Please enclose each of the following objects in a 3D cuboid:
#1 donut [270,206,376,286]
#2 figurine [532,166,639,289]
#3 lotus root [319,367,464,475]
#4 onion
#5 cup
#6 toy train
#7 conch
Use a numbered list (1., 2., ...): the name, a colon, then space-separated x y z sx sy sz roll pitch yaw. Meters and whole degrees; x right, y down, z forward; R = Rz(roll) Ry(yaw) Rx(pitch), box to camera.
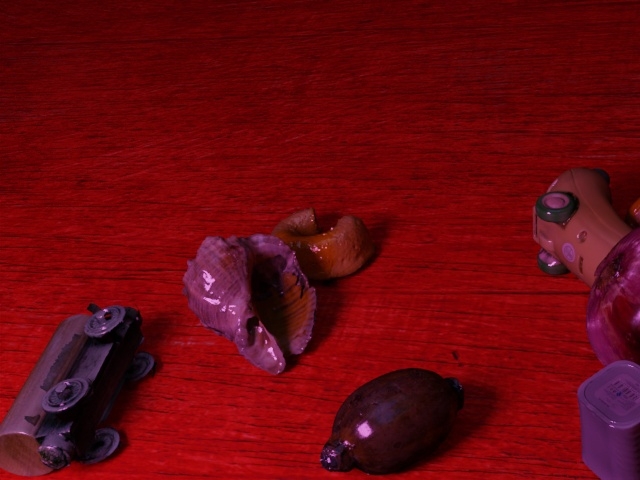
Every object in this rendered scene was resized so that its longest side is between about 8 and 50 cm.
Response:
1. donut: -0.009 0.005 1.710 0.181 0.078 0.146 20 43 42
2. figurine: 0.454 -0.005 1.535 0.222 0.124 0.324 -21 38 -17
3. lotus root: 0.088 0.228 1.318 0.209 0.120 0.120 -26 36 -19
4. onion: 0.430 0.087 1.318 0.207 0.200 0.200 -27 27 26
5. cup: 0.367 0.228 1.213 0.095 0.129 0.128 -31 40 -13
6. toy train: -0.359 0.201 1.492 0.190 0.126 0.307 -3 36 15
7. conch: -0.099 0.088 1.555 0.178 0.163 0.245 -31 65 0
